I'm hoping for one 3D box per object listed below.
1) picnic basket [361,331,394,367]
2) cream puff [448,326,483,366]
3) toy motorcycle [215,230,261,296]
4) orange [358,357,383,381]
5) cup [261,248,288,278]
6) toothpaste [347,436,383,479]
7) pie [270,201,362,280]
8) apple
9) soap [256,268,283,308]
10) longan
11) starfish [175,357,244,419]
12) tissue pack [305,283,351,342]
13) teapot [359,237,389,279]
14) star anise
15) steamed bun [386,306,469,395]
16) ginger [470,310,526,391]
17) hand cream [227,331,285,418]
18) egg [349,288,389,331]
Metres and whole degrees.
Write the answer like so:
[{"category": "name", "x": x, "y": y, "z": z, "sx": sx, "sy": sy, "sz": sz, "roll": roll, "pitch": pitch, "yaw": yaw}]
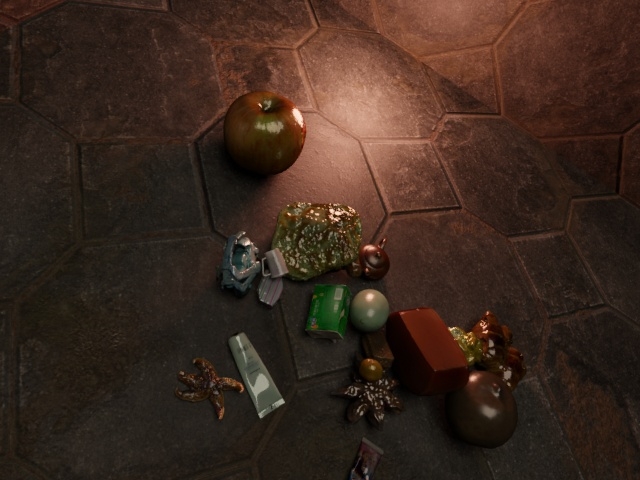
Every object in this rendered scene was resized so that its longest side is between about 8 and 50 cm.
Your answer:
[{"category": "picnic basket", "x": 0.236, "y": 0.442, "z": 1.738, "sx": 0.110, "sy": 0.054, "sz": 0.193, "roll": 12, "pitch": 20, "yaw": -13}, {"category": "cream puff", "x": 0.617, "y": 0.476, "z": 1.835, "sx": 0.195, "sy": 0.221, "sz": 0.194, "roll": -2, "pitch": 103, "yaw": -7}, {"category": "toy motorcycle", "x": -0.327, "y": 0.092, "z": 1.707, "sx": 0.154, "sy": 0.206, "sz": 0.260, "roll": -4, "pitch": 57, "yaw": 22}, {"category": "orange", "x": 0.194, "y": 0.498, "z": 1.611, "sx": 0.095, "sy": 0.085, "sz": 0.085, "roll": 22, "pitch": 57, "yaw": 0}, {"category": "cup", "x": -0.197, "y": 0.102, "z": 1.731, "sx": 0.104, "sy": 0.074, "sz": 0.116, "roll": -20, "pitch": 88, "yaw": -8}, {"category": "toothpaste", "x": 0.145, "y": 0.867, "z": 1.539, "sx": 0.096, "sy": 0.061, "sz": 0.266, "roll": 36, "pitch": 50, "yaw": 2}, {"category": "pie", "x": -0.023, "y": -0.011, "z": 1.871, "sx": 0.419, "sy": 0.180, "sz": 0.394, "roll": 1, "pitch": 62, "yaw": -6}, {"category": "apple", "x": -0.261, "y": -0.492, "z": 1.971, "sx": 0.401, "sy": 0.333, "sz": 0.400, "roll": 6, "pitch": 44, "yaw": -6}, {"category": "soap", "x": -0.212, "y": 0.207, "z": 1.755, "sx": 0.100, "sy": 0.056, "sz": 0.149, "roll": 23, "pitch": 57, "yaw": -7}, {"category": "longan", "x": 0.648, "y": 0.677, "z": 1.698, "sx": 0.298, "sy": 0.297, "sz": 0.297, "roll": 9, "pitch": 60, "yaw": -16}, {"category": "starfish", "x": -0.396, "y": 0.531, "z": 1.509, "sx": 0.238, "sy": 0.071, "sz": 0.215, "roll": -1, "pitch": 68, "yaw": -10}, {"category": "tissue pack", "x": 0.043, "y": 0.309, "z": 1.757, "sx": 0.148, "sy": 0.156, "sz": 0.208, "roll": 0, "pitch": 58, "yaw": 20}, {"category": "teapot", "x": 0.257, "y": 0.078, "z": 1.959, "sx": 0.178, "sy": 0.135, "sz": 0.252, "roll": 37, "pitch": 57, "yaw": -4}, {"category": "star anise", "x": 0.191, "y": 0.588, "z": 1.669, "sx": 0.316, "sy": 0.108, "sz": 0.315, "roll": 9, "pitch": 60, "yaw": -17}, {"category": "steamed bun", "x": 0.420, "y": 0.468, "z": 1.732, "sx": 0.235, "sy": 0.248, "sz": 0.379, "roll": -2, "pitch": 40, "yaw": -22}, {"category": "ginger", "x": 0.817, "y": 0.507, "z": 1.925, "sx": 0.274, "sy": 0.152, "sz": 0.357, "roll": -16, "pitch": 71, "yaw": -27}, {"category": "hand cream", "x": -0.253, "y": 0.496, "z": 1.588, "sx": 0.109, "sy": 0.067, "sz": 0.320, "roll": -24, "pitch": 78, "yaw": -31}, {"category": "egg", "x": 0.206, "y": 0.298, "z": 1.781, "sx": 0.168, "sy": 0.168, "sz": 0.231, "roll": 37, "pitch": 22, "yaw": 2}]
